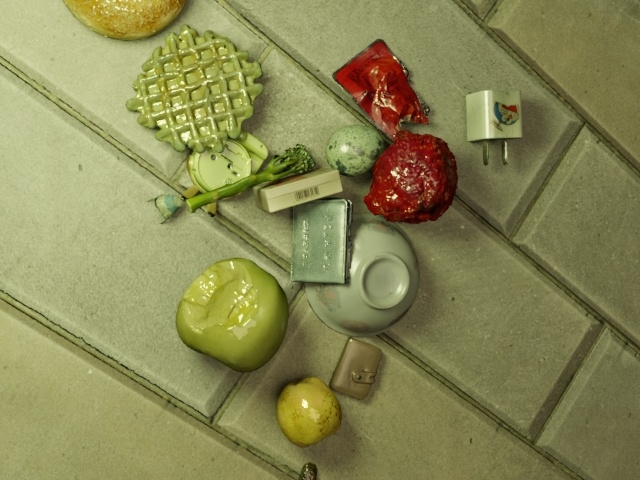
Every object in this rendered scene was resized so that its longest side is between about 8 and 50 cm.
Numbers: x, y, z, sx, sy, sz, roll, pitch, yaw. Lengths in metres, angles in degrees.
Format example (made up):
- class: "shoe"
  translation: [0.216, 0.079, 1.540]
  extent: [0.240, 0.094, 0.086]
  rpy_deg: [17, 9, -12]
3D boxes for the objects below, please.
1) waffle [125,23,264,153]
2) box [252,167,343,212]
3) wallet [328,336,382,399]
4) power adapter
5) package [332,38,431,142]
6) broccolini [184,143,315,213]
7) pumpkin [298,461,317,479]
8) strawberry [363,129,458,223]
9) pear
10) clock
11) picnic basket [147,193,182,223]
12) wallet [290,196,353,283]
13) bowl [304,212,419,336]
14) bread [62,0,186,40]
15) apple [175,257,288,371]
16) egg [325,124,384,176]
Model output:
- class: "waffle"
  translation: [-0.296, -0.363, 1.699]
  extent: [0.291, 0.056, 0.309]
  rpy_deg: [31, 79, 3]
- class: "box"
  translation: [-0.060, -0.131, 1.788]
  extent: [0.201, 0.141, 0.058]
  rpy_deg: [-18, 104, -15]
- class: "wallet"
  translation: [0.099, 0.351, 1.925]
  extent: [0.117, 0.038, 0.153]
  rpy_deg: [22, 85, -16]
- class: "power adapter"
  translation: [0.486, -0.310, 1.968]
  extent: [0.129, 0.125, 0.205]
  rpy_deg: [-5, 94, -19]
- class: "package"
  translation: [0.179, -0.392, 1.892]
  extent: [0.194, 0.071, 0.269]
  rpy_deg: [-41, 101, -27]
- class: "broccolini"
  translation: [-0.172, -0.145, 1.724]
  extent: [0.392, 0.074, 0.079]
  rpy_deg: [-25, 57, -34]
- class: "pumpkin"
  translation: [-0.033, 0.643, 1.904]
  extent: [0.050, 0.028, 0.083]
  rpy_deg: [12, 85, -17]
- class: "strawberry"
  translation: [0.249, -0.143, 1.829]
  extent: [0.274, 0.274, 0.220]
  rpy_deg: [-32, 60, -14]
- class: "pear"
  translation: [-0.033, 0.441, 1.831]
  extent: [0.177, 0.178, 0.178]
  rpy_deg: [-1, 94, -19]
- class: "clock"
  translation: [-0.250, -0.176, 1.757]
  extent: [0.170, 0.069, 0.232]
  rpy_deg: [31, 83, -18]
- class: "picnic basket"
  translation: [-0.381, -0.085, 1.728]
  extent: [0.083, 0.083, 0.065]
  rpy_deg: [-25, 106, 29]
- class: "wallet"
  translation: [-0.001, 0.000, 1.806]
  extent: [0.036, 0.167, 0.222]
  rpy_deg: [12, 81, -63]
- class: "bowl"
  translation: [0.140, 0.099, 1.861]
  extent: [0.345, 0.157, 0.346]
  rpy_deg: [-1, 93, -18]
- class: "bread"
  translation: [-0.450, -0.609, 1.617]
  extent: [0.305, 0.158, 0.306]
  rpy_deg: [-2, 95, -20]
- class: "apple"
  translation: [-0.205, 0.183, 1.700]
  extent: [0.278, 0.279, 0.280]
  rpy_deg: [-1, 94, -19]
- class: "egg"
  translation: [0.093, -0.236, 1.837]
  extent: [0.172, 0.132, 0.133]
  rpy_deg: [-20, 100, -29]
